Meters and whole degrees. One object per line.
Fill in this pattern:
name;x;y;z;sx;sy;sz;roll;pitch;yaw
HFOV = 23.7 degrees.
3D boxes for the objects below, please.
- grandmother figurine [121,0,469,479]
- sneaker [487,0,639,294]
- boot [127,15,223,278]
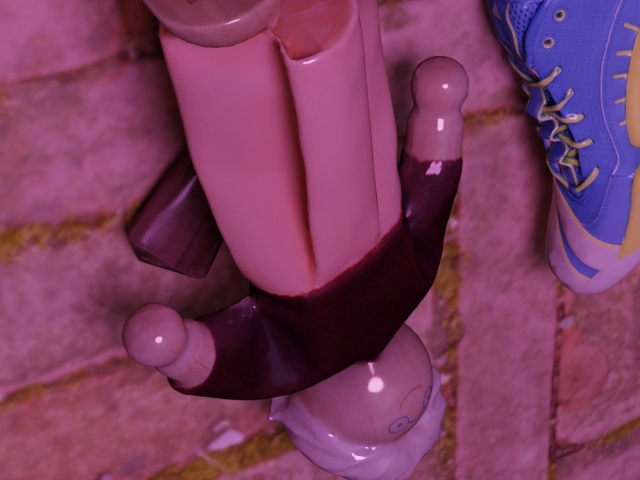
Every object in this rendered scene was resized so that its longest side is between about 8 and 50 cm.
grandmother figurine;0.000;0.000;0.701;0.208;0.104;0.342;-31;139;-14
sneaker;0.132;-0.086;0.801;0.126;0.091;0.240;7;113;-18
boot;-0.065;-0.038;0.709;0.106;0.037;0.114;27;103;-42
